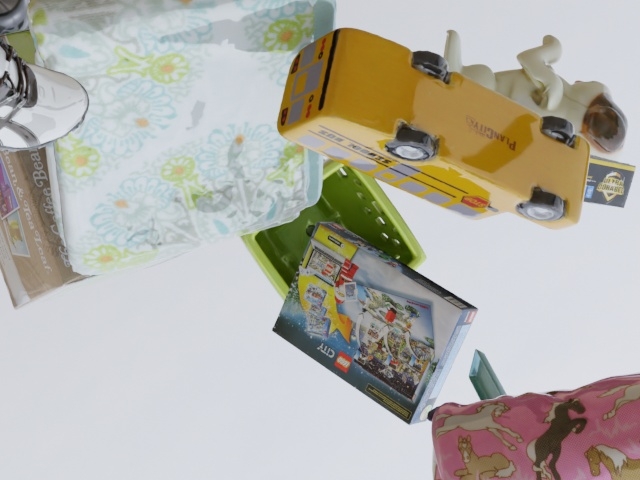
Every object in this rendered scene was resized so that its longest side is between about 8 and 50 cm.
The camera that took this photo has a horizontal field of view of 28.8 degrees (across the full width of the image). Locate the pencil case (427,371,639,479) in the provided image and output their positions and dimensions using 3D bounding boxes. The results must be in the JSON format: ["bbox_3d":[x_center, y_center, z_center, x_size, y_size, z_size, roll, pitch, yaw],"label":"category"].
[{"bbox_3d":[0.292,0.179,1.097,0.386,0.160,0.167,-16,-142,15],"label":"pencil case"}]

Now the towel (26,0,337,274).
[{"bbox_3d":[-0.146,-0.133,1.393,0.320,0.374,0.090,-16,-132,-19],"label":"towel"}]

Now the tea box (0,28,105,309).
[{"bbox_3d":[-0.295,-0.118,1.691,0.323,0.329,0.220,-18,178,-33],"label":"tea box"}]

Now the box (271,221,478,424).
[{"bbox_3d":[0.062,0.098,1.539,0.044,0.233,0.159,-1,119,-56],"label":"box"}]

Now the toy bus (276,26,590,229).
[{"bbox_3d":[0.130,-0.107,1.329,0.130,0.332,0.108,-20,-126,55],"label":"toy bus"}]

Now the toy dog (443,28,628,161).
[{"bbox_3d":[0.448,-0.251,2.643,0.284,0.408,0.395,94,1,-60],"label":"toy dog"}]

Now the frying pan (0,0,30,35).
[{"bbox_3d":[-0.532,-0.427,1.907,0.053,0.197,0.326,-45,-137,43],"label":"frying pan"}]

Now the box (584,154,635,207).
[{"bbox_3d":[0.304,-0.134,2.018,0.322,0.257,0.079,23,-79,49],"label":"box"}]

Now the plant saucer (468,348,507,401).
[{"bbox_3d":[0.286,0.262,2.019,0.018,0.067,0.192,-4,-142,-17],"label":"plant saucer"}]

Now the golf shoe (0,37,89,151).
[{"bbox_3d":[-0.253,-0.119,0.963,0.198,0.077,0.094,0,163,-44],"label":"golf shoe"}]

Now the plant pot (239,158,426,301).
[{"bbox_3d":[0.000,0.000,2.018,0.228,0.227,0.207,-38,-167,-8],"label":"plant pot"}]
